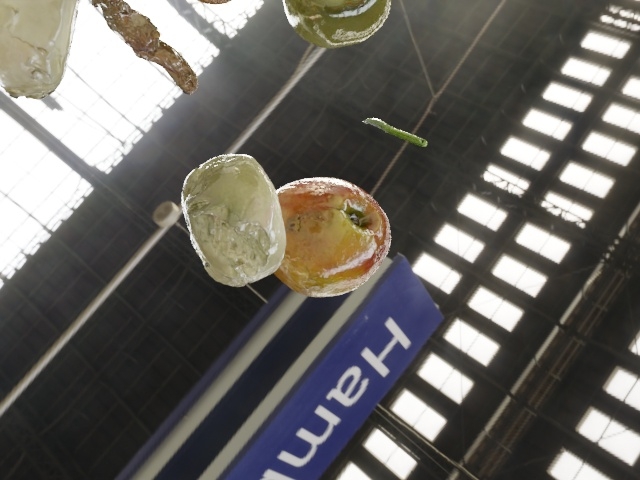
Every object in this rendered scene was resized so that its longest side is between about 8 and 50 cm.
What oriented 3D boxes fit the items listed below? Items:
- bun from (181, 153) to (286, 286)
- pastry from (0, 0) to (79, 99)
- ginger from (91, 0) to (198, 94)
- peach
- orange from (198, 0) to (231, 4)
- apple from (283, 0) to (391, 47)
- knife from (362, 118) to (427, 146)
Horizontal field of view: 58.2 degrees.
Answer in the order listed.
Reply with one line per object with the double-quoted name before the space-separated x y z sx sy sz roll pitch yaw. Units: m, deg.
"bun" -0.149 -0.028 0.901 0.116 0.210 0.237 -19 -175 -30
"pastry" -0.497 -0.377 0.995 0.265 0.133 0.265 -37 -133 55
"ginger" -0.372 -0.437 1.266 0.122 0.290 0.084 2 -117 35
"peach" -0.001 -0.002 1.483 0.372 0.372 0.290 -12 -104 21
"orange" -0.247 -0.638 1.299 0.206 0.206 0.206 -13 -125 20
"apple" 0.044 -0.562 1.288 0.262 0.262 0.262 -13 -125 20
"knife" 0.176 -0.262 1.378 0.184 0.026 0.022 29 -112 27
